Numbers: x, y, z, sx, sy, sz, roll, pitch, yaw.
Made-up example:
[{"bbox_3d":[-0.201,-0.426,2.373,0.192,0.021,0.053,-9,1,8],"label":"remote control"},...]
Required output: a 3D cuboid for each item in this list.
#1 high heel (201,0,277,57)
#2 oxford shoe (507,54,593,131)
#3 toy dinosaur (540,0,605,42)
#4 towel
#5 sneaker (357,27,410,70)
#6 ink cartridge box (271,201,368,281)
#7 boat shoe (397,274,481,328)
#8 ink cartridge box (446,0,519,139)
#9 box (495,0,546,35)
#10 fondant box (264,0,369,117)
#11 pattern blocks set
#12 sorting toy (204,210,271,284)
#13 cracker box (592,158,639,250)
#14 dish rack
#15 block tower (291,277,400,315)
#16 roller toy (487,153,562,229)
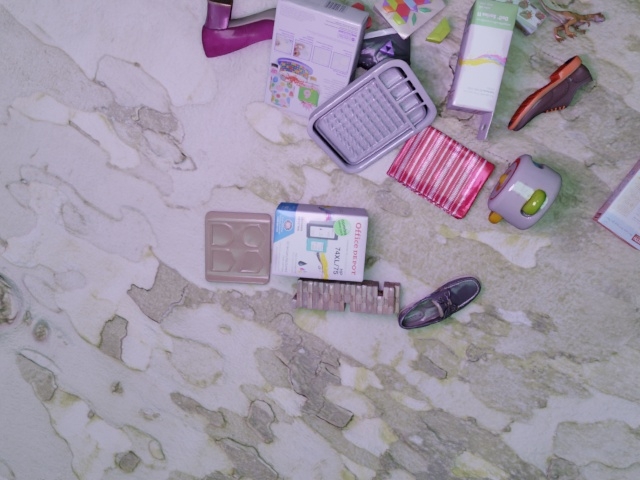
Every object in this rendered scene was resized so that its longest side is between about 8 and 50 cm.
[{"bbox_3d":[-0.170,-0.609,1.857,0.376,0.127,0.181,15,129,2],"label":"high heel"},{"bbox_3d":[0.658,-0.399,1.757,0.271,0.097,0.098,-43,97,12],"label":"oxford shoe"},{"bbox_3d":[0.692,-0.629,1.741,0.211,0.064,0.112,13,82,-3],"label":"toy dinosaur"},{"bbox_3d":[0.364,-0.211,1.859,0.274,0.031,0.199,32,101,2],"label":"towel"},{"bbox_3d":[0.131,-0.522,1.804,0.295,0.104,0.147,-12,92,5],"label":"sneaker"},{"bbox_3d":[0.000,0.000,1.845,0.269,0.197,0.198,4,99,0],"label":"ink cartridge box"},{"bbox_3d":[0.366,0.201,1.889,0.285,0.092,0.103,-27,94,11],"label":"boat shoe"},{"bbox_3d":[0.438,-0.466,1.717,0.119,0.207,0.354,12,100,5],"label":"ink cartridge box"},{"bbox_3d":[0.494,-0.710,1.737,0.324,0.067,0.063,40,101,-4],"label":"box"},{"bbox_3d":[-0.018,-0.514,1.751,0.238,0.096,0.330,20,134,5],"label":"fondant box"},{"bbox_3d":[0.251,-0.674,1.752,0.285,0.026,0.325,34,82,0],"label":"pattern blocks set"},{"bbox_3d":[-0.218,0.025,1.977,0.306,0.041,0.229,3,99,1],"label":"sorting toy"},{"bbox_3d":[0.930,-0.107,1.775,0.155,0.067,0.232,36,101,2],"label":"cracker box"},{"bbox_3d":[0.143,-0.363,1.775,0.332,0.285,0.072,-34,49,15],"label":"dish rack"},{"bbox_3d":[0.080,0.170,1.927,0.335,0.091,0.097,2,98,7],"label":"block tower"},{"bbox_3d":[0.576,-0.141,1.759,0.146,0.209,0.191,33,67,2],"label":"roller toy"}]
